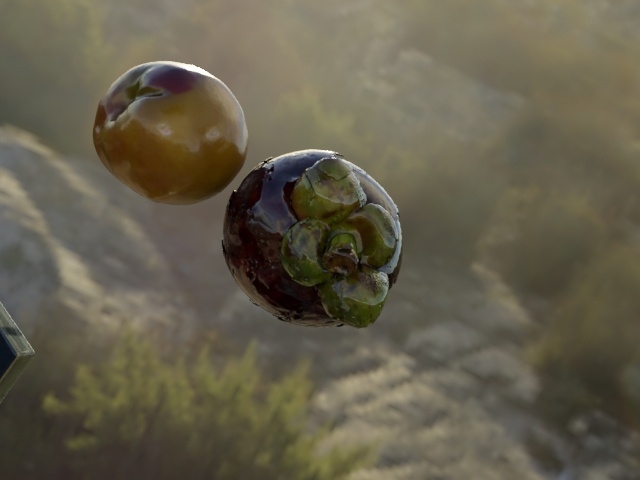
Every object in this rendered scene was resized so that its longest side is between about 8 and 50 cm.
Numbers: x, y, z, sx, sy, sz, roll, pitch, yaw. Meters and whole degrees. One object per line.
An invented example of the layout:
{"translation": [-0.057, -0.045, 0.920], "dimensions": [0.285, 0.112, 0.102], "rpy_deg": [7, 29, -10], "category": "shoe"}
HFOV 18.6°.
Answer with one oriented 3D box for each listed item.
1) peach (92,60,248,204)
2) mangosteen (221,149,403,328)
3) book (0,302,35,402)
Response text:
{"translation": [-0.130, -0.095, 1.751], "dimensions": [0.138, 0.138, 0.138], "rpy_deg": [25, 14, -7], "category": "peach"}
{"translation": [0.000, 0.000, 1.725], "dimensions": [0.166, 0.166, 0.180], "rpy_deg": [21, -2, -21], "category": "mangosteen"}
{"translation": [-0.364, 0.057, 1.684], "dimensions": [0.025, 0.191, 0.269], "rpy_deg": [-10, 56, -51], "category": "book"}
